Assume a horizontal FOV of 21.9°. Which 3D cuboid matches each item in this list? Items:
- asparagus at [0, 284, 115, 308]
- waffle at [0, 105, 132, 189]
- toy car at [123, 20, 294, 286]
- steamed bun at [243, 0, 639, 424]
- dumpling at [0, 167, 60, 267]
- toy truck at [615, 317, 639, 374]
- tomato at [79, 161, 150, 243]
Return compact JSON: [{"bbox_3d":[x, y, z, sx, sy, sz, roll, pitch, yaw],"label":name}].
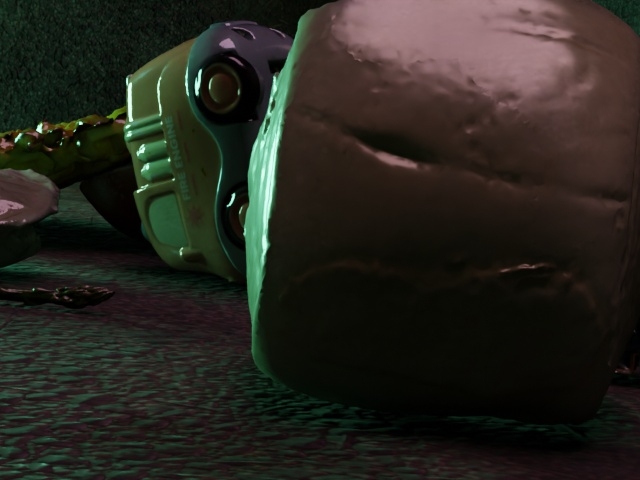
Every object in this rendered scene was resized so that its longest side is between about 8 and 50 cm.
[{"bbox_3d":[-0.286,0.041,1.376,0.233,0.022,0.023,3,-38,4],"label":"asparagus"},{"bbox_3d":[-0.331,-0.097,1.918,0.382,0.095,0.379,-15,3,3],"label":"waffle"},{"bbox_3d":[-0.095,-0.076,1.654,0.212,0.270,0.180,-13,1,31],"label":"toy car"},{"bbox_3d":[0.083,-0.037,1.090,0.290,0.272,0.273,-3,28,5],"label":"steamed bun"},{"bbox_3d":[-0.313,-0.018,1.562,0.150,0.092,0.176,5,6,29],"label":"dumpling"},{"bbox_3d":[0.225,0.068,1.296,0.177,0.080,0.115,5,-4,17],"label":"toy truck"},{"bbox_3d":[-0.166,-0.047,1.881,0.199,0.112,0.228,-16,-1,-5],"label":"tomato"}]
